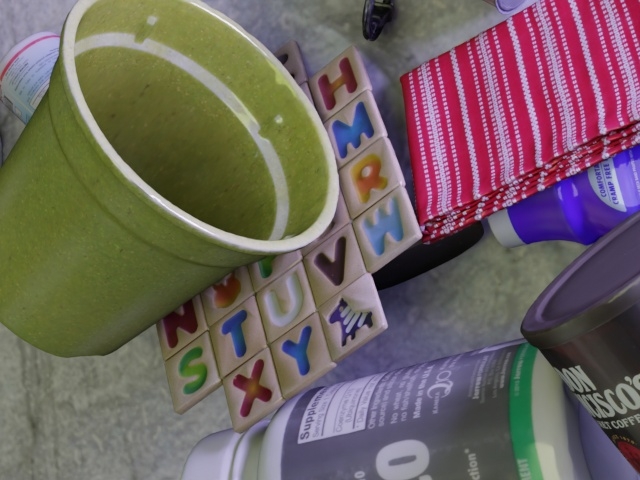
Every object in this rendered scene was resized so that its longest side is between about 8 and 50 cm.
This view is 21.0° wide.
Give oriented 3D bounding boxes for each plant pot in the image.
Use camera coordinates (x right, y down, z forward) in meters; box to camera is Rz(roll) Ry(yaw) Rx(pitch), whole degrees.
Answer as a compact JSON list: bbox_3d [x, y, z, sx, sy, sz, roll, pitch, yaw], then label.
[{"bbox_3d":[-0.169,-0.037,1.484,0.254,0.276,0.276,-42,73,34],"label":"plant pot"}]

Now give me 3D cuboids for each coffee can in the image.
[{"bbox_3d":[0.312,0.111,1.282,0.201,0.201,0.275,-37,95,23],"label":"coffee can"}]

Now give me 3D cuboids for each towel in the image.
[{"bbox_3d":[0.186,-0.128,1.428,0.275,0.031,0.199,-27,45,26],"label":"towel"}]

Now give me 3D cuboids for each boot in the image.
[{"bbox_3d":[0.000,0.000,1.546,0.305,0.112,0.115,-18,73,29],"label":"boot"}]

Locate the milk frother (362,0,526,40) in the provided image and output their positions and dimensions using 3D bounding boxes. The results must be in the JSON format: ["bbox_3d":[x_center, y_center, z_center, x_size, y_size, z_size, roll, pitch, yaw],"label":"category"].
[{"bbox_3d":[0.108,-0.226,1.493,0.135,0.129,0.143,32,148,26],"label":"milk frother"}]

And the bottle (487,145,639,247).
[{"bbox_3d":[0.272,-0.059,1.404,0.283,0.092,0.118,-15,79,27],"label":"bottle"}]

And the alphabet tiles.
[{"bbox_3d":[-0.048,-0.011,1.530,0.285,0.011,0.342,-37,47,24],"label":"alphabet tiles"}]

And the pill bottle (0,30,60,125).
[{"bbox_3d":[-0.235,-0.123,1.668,0.160,0.087,0.087,43,109,19],"label":"pill bottle"}]

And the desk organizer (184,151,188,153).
[{"bbox_3d":[-0.134,-0.134,1.623,0.050,0.047,0.130,-5,75,24],"label":"desk organizer"}]

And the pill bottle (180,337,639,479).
[{"bbox_3d":[0.076,0.209,1.450,0.361,0.204,0.204,-17,83,27],"label":"pill bottle"}]

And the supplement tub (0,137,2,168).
[{"bbox_3d":[-0.489,-0.085,1.664,0.241,0.331,0.241,1,92,28],"label":"supplement tub"}]
